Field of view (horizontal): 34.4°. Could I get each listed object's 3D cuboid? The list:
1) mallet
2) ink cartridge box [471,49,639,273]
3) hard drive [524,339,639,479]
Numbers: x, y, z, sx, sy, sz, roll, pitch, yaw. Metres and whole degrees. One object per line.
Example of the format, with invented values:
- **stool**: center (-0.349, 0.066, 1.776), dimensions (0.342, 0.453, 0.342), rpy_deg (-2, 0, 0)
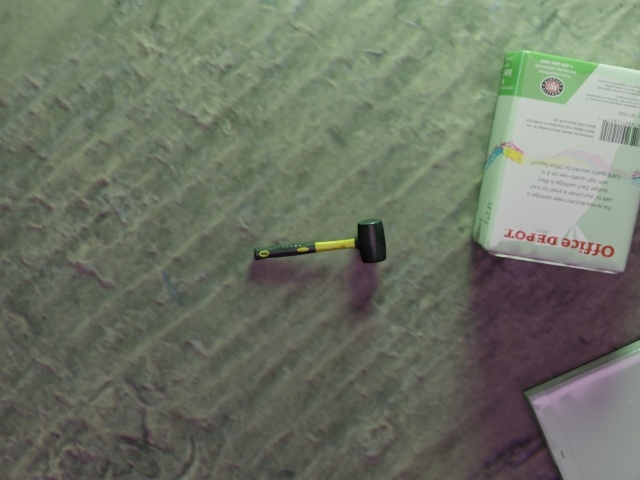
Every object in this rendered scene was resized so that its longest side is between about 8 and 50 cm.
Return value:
- **mallet**: center (0.000, 0.000, 1.480), dimensions (0.190, 0.039, 0.062), rpy_deg (1, 99, 0)
- **ink cartridge box**: center (0.339, -0.110, 1.441), dimensions (0.202, 0.117, 0.278), rpy_deg (9, 98, -5)
- **hard drive**: center (0.485, 0.256, 1.550), dimensions (0.308, 0.040, 0.203), rpy_deg (-24, 100, 1)
